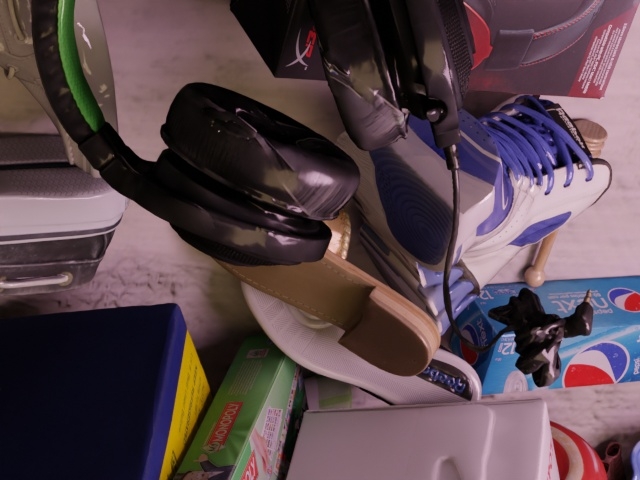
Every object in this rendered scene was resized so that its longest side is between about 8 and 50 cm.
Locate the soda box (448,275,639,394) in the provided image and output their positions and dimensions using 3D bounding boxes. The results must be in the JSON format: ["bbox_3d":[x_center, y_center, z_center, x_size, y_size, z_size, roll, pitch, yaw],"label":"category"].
[{"bbox_3d":[0.222,0.080,1.495,0.210,0.071,0.067,-3,126,-22],"label":"soda box"}]

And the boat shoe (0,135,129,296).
[{"bbox_3d":[-0.289,0.002,1.173,0.335,0.121,0.119,-1,121,-26],"label":"boat shoe"}]

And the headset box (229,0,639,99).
[{"bbox_3d":[0.110,-0.219,1.190,0.293,0.110,0.218,2,124,-25],"label":"headset box"}]

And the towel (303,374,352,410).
[{"bbox_3d":[-0.043,0.171,1.480,0.152,0.023,0.113,-15,131,-13],"label":"towel"}]

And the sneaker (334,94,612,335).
[{"bbox_3d":[0.119,-0.054,1.285,0.182,0.127,0.315,-39,164,-9],"label":"sneaker"}]

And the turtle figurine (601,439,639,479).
[{"bbox_3d":[0.375,0.312,1.661,0.275,0.198,0.266,7,124,-24],"label":"turtle figurine"}]

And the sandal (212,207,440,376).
[{"bbox_3d":[-0.003,0.004,1.320,0.240,0.079,0.088,38,135,-2],"label":"sandal"}]

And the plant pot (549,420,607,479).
[{"bbox_3d":[0.174,0.262,1.539,0.191,0.191,0.174,-15,125,-13],"label":"plant pot"}]

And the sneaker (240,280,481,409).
[{"bbox_3d":[0.023,0.080,1.406,0.217,0.121,0.079,35,86,-6],"label":"sneaker"}]

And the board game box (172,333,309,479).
[{"bbox_3d":[-0.050,0.228,1.300,0.046,0.317,0.213,-6,109,13],"label":"board game box"}]

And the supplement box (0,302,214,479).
[{"bbox_3d":[-0.166,0.245,1.331,0.195,0.194,0.356,-6,131,12],"label":"supplement box"}]

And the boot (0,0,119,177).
[{"bbox_3d":[-0.207,-0.147,1.129,0.123,0.095,0.258,-13,121,-7],"label":"boot"}]

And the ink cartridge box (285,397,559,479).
[{"bbox_3d":[0.089,0.286,1.334,0.197,0.198,0.270,-4,123,14],"label":"ink cartridge box"}]

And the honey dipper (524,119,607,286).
[{"bbox_3d":[0.197,-0.027,1.435,0.030,0.030,0.160,-2,130,-23],"label":"honey dipper"}]

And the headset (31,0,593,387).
[{"bbox_3d":[0.001,-0.073,1.037,0.243,0.185,0.394,-43,99,9],"label":"headset"}]
